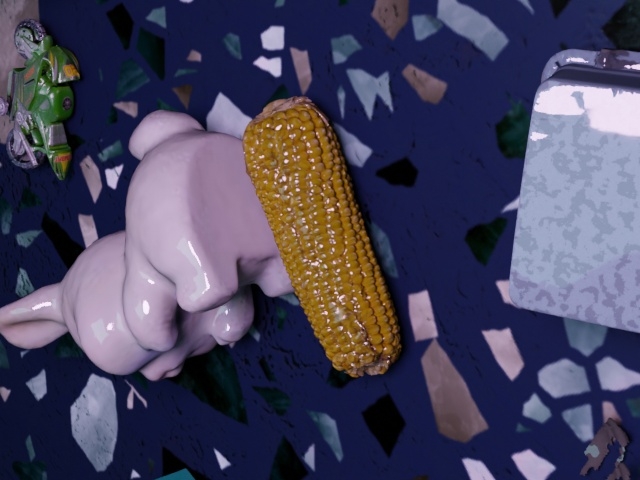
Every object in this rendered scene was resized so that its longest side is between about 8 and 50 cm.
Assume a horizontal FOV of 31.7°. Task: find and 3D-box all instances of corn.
[{"bbox_3d":[0.000,0.000,1.129,0.106,0.106,0.293,-23,83,40],"label":"corn"}]

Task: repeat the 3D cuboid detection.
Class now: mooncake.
[{"bbox_3d":[0.367,0.213,0.899,0.347,0.057,0.150,29,104,35],"label":"mooncake"}]

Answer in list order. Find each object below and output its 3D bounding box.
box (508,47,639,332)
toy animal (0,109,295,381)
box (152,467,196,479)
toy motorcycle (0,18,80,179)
[{"bbox_3d":[0.239,-0.037,0.907,0.162,0.130,0.226,12,106,22],"label":"box"},{"bbox_3d":[-0.196,0.029,1.240,0.368,0.196,0.241,-40,66,35],"label":"toy animal"},{"bbox_3d":[-0.147,0.371,1.283,0.226,0.161,0.042,46,119,24],"label":"box"},{"bbox_3d":[-0.345,-0.176,1.401,0.106,0.074,0.190,16,109,27],"label":"toy motorcycle"}]
